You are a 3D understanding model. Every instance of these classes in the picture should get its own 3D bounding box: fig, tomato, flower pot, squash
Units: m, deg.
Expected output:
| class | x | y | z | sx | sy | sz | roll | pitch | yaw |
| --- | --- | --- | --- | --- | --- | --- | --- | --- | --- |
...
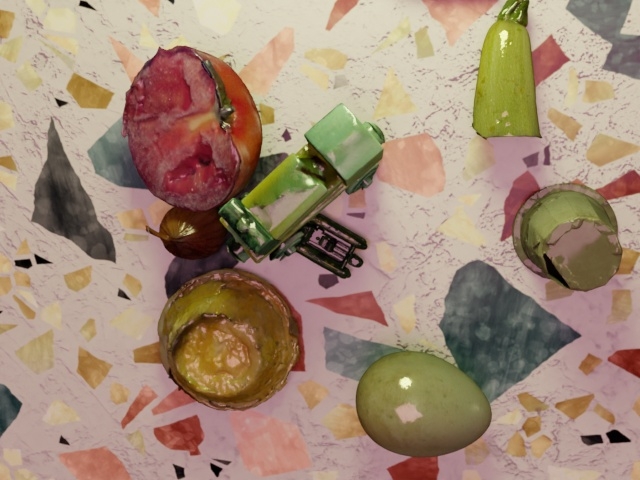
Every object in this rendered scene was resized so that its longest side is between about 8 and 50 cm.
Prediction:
| class | x | y | z | sx | sy | sz | roll | pitch | yaw |
| --- | --- | --- | --- | --- | --- | --- | --- | --- | --- |
| fig | -0.285 | -0.016 | 1.543 | 0.146 | 0.201 | 0.133 | -34 | 91 | 11 |
| tomato | -0.252 | -0.236 | 1.503 | 0.290 | 0.176 | 0.334 | -13 | 102 | 33 |
| flower pot | 0.488 | 0.006 | 1.431 | 0.212 | 0.202 | 0.212 | 3 | 105 | 12 |
| squash | 0.355 | -0.337 | 1.425 | 0.137 | 0.137 | 0.287 | -4 | 91 | 10 |

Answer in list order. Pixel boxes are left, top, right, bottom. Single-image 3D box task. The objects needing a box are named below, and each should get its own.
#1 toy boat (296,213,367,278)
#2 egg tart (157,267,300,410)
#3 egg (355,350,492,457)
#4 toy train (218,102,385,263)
| class | x | y | z | sx | sy | sz | roll | pitch | yaw |
| --- | --- | --- | --- | --- | --- | --- | --- | --- | --- |
| toy boat | 0.000 | 0.000 | 1.577 | 0.210 | 0.052 | 0.104 | 30 | 108 | 0 |
| egg tart | -0.217 | 0.241 | 1.630 | 0.345 | 0.132 | 0.345 | 2 | 105 | 7 |
| egg | 0.220 | 0.349 | 1.542 | 0.295 | 0.218 | 0.218 | 13 | 105 | -3 |
| toy train | -0.037 | -0.102 | 1.427 | 0.397 | 0.253 | 0.160 | -41 | 86 | 3 |
